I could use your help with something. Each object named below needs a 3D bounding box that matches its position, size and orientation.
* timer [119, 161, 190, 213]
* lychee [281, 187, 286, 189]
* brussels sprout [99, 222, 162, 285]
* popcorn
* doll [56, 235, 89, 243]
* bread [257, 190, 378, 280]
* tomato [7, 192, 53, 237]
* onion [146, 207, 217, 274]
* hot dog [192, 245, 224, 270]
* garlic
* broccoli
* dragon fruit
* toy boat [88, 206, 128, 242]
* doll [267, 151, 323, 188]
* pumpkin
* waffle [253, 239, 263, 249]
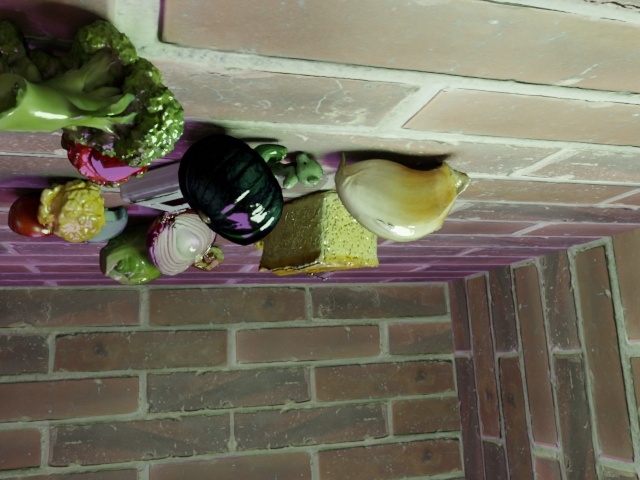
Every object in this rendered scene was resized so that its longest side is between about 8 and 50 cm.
[{"bbox_3d":[-0.365,-0.128,1.482,0.253,0.078,0.178,-10,167,31],"label":"timer"},{"bbox_3d":[-0.158,-0.134,1.435,0.114,0.101,0.140,-34,-175,-2],"label":"lychee"},{"bbox_3d":[-0.598,0.047,1.929,0.244,0.244,0.244,-3,169,-1],"label":"brussels sprout"},{"bbox_3d":[-0.632,-0.079,1.492,0.180,0.170,0.180,-40,-178,1],"label":"popcorn"},{"bbox_3d":[-0.821,-0.025,1.964,0.115,0.050,0.190,-1,167,12],"label":"doll"},{"bbox_3d":[0.000,0.000,1.799,0.279,0.249,0.315,6,169,-31],"label":"bread"},{"bbox_3d":[-0.758,-0.077,1.564,0.139,0.091,0.159,-6,-148,-32],"label":"tomato"},{"bbox_3d":[-0.446,-0.032,1.790,0.227,0.120,0.283,-41,152,-18],"label":"onion"},{"bbox_3d":[-0.482,0.081,2.426,0.146,0.103,0.213,0,169,-18],"label":"hot dog"},{"bbox_3d":[0.183,-0.113,1.450,0.313,0.286,0.249,-6,125,-9],"label":"garlic"},{"bbox_3d":[-0.348,-0.225,0.798,0.254,0.186,0.302,36,-173,26],"label":"broccoli"},{"bbox_3d":[-0.368,-0.181,1.034,0.166,0.172,0.160,11,126,-32],"label":"dragon fruit"},{"bbox_3d":[-0.670,-0.063,1.791,0.134,0.079,0.207,-6,162,-35],"label":"toy boat"},{"bbox_3d":[-0.069,-0.167,1.372,0.150,0.078,0.115,1,-146,6],"label":"doll"},{"bbox_3d":[-0.170,-0.130,1.251,0.248,0.248,0.248,-3,169,-1],"label":"pumpkin"},{"bbox_3d":[-0.120,0.008,2.256,0.262,0.060,0.280,3,167,-26],"label":"waffle"}]
